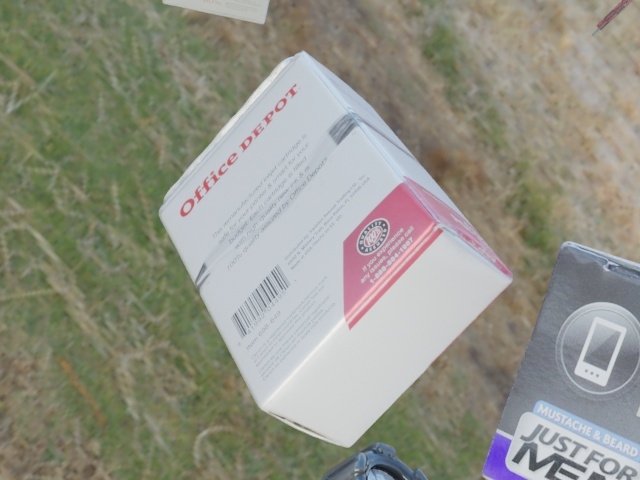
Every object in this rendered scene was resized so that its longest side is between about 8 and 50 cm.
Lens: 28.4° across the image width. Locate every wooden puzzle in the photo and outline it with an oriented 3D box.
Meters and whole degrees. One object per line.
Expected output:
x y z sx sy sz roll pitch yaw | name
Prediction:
0.253 -0.197 1.043 0.006 0.083 0.049 47 33 3 | wooden puzzle

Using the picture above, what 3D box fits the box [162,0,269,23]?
-0.112 -0.344 1.483 0.130 0.170 0.091 12 70 -5 | box

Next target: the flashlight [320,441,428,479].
-0.033 0.293 1.096 0.103 0.304 0.103 21 38 -42 | flashlight

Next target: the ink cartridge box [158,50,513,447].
0.000 0.000 0.824 0.092 0.158 0.218 32 16 -42 | ink cartridge box

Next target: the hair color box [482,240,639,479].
0.239 0.096 0.569 0.185 0.110 0.338 22 4 36 | hair color box
